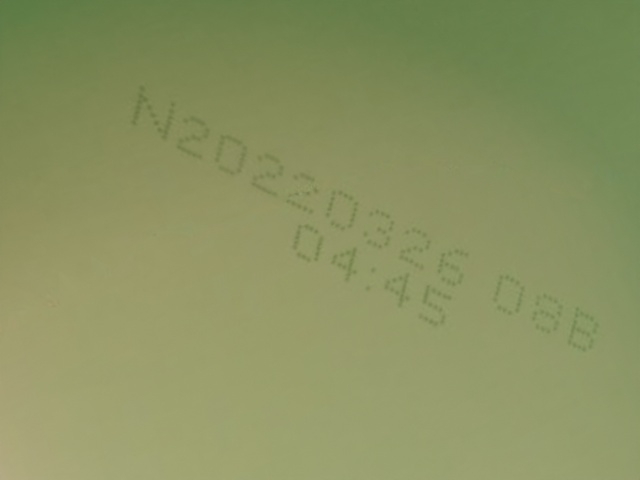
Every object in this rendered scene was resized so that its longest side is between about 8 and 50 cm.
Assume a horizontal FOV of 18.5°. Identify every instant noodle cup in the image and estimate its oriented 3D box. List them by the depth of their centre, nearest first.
[{"bbox_3d":[0.000,0.000,0.456,0.250,0.192,0.250,0,90,-2],"label":"instant noodle cup"}]
